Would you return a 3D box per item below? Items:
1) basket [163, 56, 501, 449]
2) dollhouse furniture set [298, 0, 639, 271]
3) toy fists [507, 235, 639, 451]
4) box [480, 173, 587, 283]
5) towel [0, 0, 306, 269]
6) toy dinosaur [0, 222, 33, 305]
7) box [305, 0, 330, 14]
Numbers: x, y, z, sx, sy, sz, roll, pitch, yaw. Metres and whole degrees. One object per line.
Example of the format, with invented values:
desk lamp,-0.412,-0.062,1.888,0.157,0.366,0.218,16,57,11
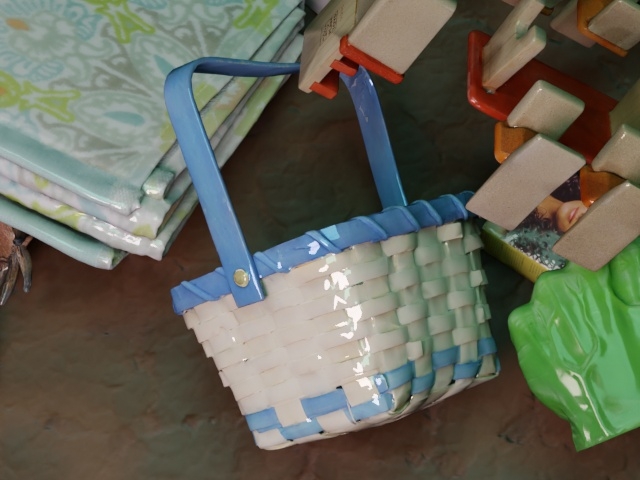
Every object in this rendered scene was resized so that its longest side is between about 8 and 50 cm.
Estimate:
basket,0.000,0.000,1.492,0.201,0.254,0.289,-16,85,35
dollhouse furniture set,0.129,-0.123,1.488,0.259,0.135,0.262,25,43,-20
toy fists,0.278,0.048,1.505,0.279,0.096,0.142,-21,82,-5
box,0.245,0.029,1.590,0.232,0.058,0.087,33,75,10
towel,-0.226,-0.156,1.588,0.374,0.090,0.320,26,46,8
toy dinosaur,-0.308,0.055,1.557,0.200,0.127,0.296,2,77,-6
box,0.018,-0.241,1.659,0.101,0.102,0.087,42,79,12
